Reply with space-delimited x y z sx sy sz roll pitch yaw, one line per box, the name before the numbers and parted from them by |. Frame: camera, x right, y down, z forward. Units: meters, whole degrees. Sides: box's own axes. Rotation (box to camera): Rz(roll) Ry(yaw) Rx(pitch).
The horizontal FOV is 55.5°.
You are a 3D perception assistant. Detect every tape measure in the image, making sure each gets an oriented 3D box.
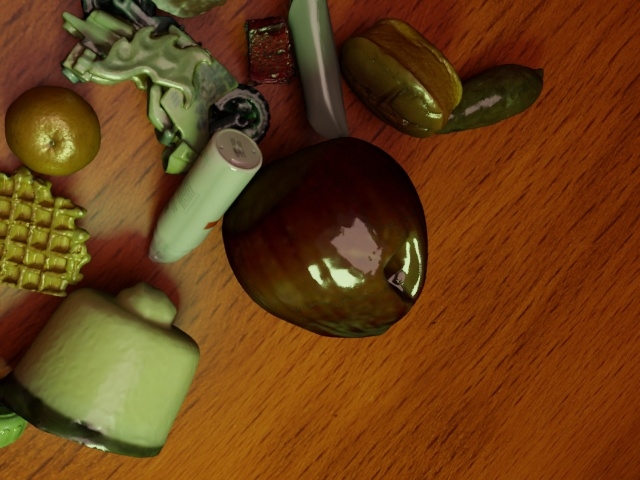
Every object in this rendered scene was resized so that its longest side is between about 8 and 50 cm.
tape measure | -0.634 0.326 1.147 0.154 0.177 0.088 21 100 -40

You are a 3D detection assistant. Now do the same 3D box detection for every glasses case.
glasses case | -0.006 -0.365 1.239 0.083 0.128 0.308 -9 112 5

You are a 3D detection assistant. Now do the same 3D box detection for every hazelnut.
hazelnut | 0.000 0.000 1.174 0.402 0.429 0.402 2 85 -28

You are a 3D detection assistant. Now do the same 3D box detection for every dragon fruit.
dragon fruit | -0.105 -0.389 1.205 0.102 0.096 0.147 -11 142 -10

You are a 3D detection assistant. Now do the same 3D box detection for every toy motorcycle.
toy motorcycle | -0.288 -0.286 1.109 0.410 0.168 0.237 44 80 -23

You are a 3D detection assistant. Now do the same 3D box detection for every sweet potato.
sweet potato | 0.336 -0.318 1.405 0.422 0.130 0.131 -16 113 -9

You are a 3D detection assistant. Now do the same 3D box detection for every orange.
orange | -0.468 -0.194 1.068 0.158 0.136 0.159 -8 120 -14

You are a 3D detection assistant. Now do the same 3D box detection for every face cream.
face cream | -0.230 -0.066 1.144 0.102 0.102 0.345 17 141 -28

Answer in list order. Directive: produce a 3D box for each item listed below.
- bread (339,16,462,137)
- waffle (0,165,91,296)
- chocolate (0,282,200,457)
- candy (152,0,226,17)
bread | 0.162 -0.332 1.261 0.269 0.195 0.142 45 74 3
waffle | -0.526 -0.022 1.103 0.229 0.057 0.219 11 94 -3
chocolate | -0.396 0.227 1.163 0.314 0.326 0.297 42 63 -51
candy | -0.209 -0.528 1.026 0.214 0.157 0.290 22 67 -49
